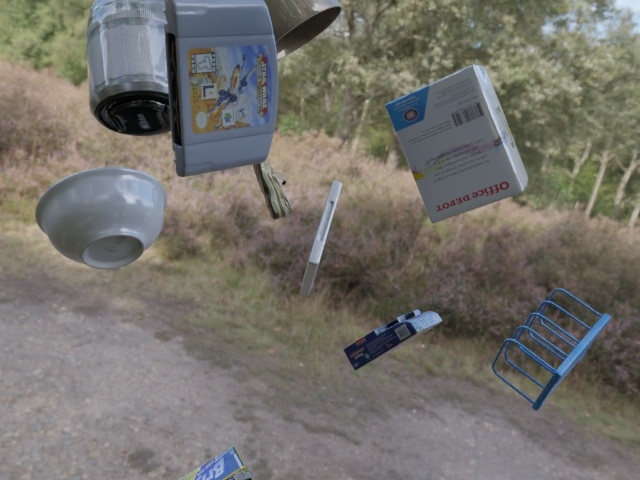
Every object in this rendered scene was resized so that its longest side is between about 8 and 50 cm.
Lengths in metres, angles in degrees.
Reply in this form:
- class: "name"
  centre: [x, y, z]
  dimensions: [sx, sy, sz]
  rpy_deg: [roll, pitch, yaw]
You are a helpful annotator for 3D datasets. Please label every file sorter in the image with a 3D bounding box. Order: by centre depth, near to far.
- class: "file sorter"
  centre: [0.394, 0.183, 1.078]
  dimensions: [0.104, 0.118, 0.170]
  rpy_deg: [37, 55, 26]

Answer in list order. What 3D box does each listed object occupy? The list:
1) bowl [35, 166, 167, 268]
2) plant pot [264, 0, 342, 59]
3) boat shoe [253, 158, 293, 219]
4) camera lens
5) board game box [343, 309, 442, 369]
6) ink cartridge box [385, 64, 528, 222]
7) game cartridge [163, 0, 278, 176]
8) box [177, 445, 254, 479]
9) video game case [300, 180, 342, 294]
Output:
- class: "bowl"
  centre: [-0.491, -0.025, 1.442]
  dimensions: [0.298, 0.298, 0.134]
  rpy_deg: [5, 52, -41]
- class: "plant pot"
  centre: [-0.124, -0.651, 1.629]
  dimensions: [0.274, 0.257, 0.256]
  rpy_deg: [57, 11, -4]
- class: "boat shoe"
  centre: [-0.123, -0.152, 1.654]
  dimensions: [0.072, 0.189, 0.068]
  rpy_deg: [-19, 0, -14]
- class: "camera lens"
  centre: [-0.408, -0.389, 1.400]
  dimensions: [0.220, 0.274, 0.219]
  rpy_deg: [-8, -16, -2]
- class: "board game box"
  centre: [0.184, 0.222, 1.486]
  dimensions: [0.194, 0.194, 0.060]
  rpy_deg: [-8, 65, -57]
- class: "ink cartridge box"
  centre: [0.297, -0.206, 1.329]
  dimensions: [0.198, 0.269, 0.197]
  rpy_deg: [-20, 5, 25]
- class: "game cartridge"
  centre: [-0.166, -0.268, 1.081]
  dimensions: [0.198, 0.297, 0.062]
  rpy_deg: [-14, 28, -31]
- class: "box"
  centre: [-0.180, 0.374, 0.900]
  dimensions: [0.169, 0.054, 0.059]
  rpy_deg: [-29, 26, -15]
- class: "video game case"
  centre: [0.000, 0.000, 1.002]
  dimensions: [0.019, 0.143, 0.157]
  rpy_deg: [17, -23, 0]
